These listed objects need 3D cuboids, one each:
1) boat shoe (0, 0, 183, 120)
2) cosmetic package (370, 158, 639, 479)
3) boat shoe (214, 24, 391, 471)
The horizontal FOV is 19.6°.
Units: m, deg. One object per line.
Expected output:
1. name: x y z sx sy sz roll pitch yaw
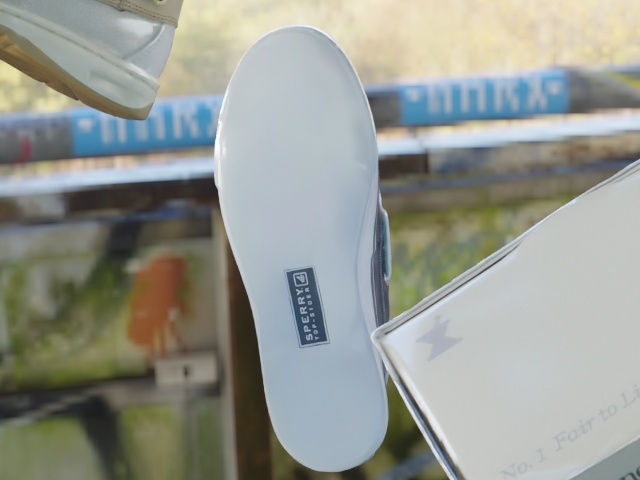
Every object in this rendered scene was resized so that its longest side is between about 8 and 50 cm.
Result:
1. boat shoe: -0.110 -0.098 0.579 0.063 0.059 0.170 20 -8 45
2. cosmetic package: 0.166 0.119 0.657 0.160 0.309 0.113 -34 35 3
3. boat shoe: 0.000 0.000 1.247 0.108 0.301 0.102 -8 14 9
